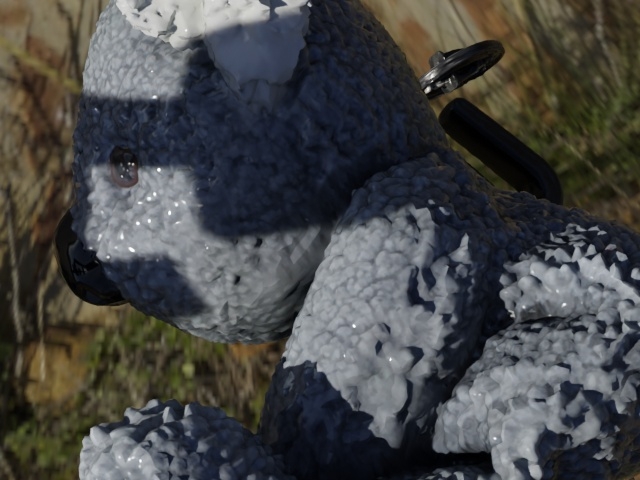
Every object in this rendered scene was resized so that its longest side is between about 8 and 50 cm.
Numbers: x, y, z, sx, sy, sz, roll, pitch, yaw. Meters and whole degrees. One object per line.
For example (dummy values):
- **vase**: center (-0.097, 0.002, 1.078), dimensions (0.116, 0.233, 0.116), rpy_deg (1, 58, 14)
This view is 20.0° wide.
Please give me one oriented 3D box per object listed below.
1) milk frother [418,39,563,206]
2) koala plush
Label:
- **milk frother**: center (0.090, -0.033, 1.074), dimensions (0.135, 0.143, 0.129), rpy_deg (41, 75, 1)
- **koala plush**: center (0.000, 0.000, 0.571), dimensions (0.203, 0.196, 0.221), rpy_deg (-28, 77, -1)
